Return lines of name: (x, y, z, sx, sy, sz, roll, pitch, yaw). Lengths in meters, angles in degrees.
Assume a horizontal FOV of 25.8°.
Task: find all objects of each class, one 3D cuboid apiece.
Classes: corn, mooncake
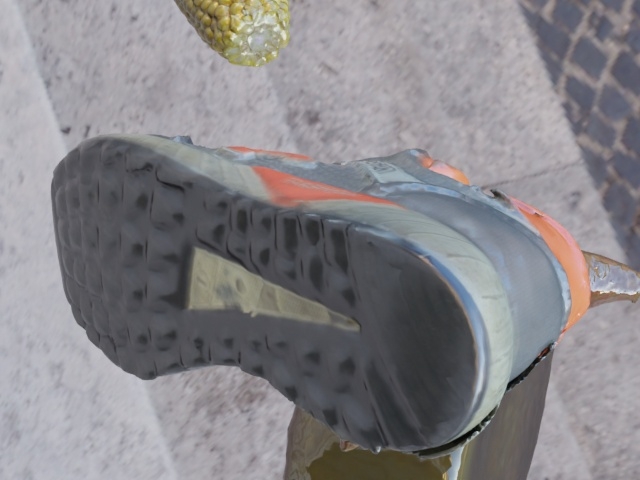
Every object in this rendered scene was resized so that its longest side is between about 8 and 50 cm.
corn: (-0.093, -0.237, 1.142, 0.091, 0.091, 0.260, 9, 36, -34)
mooncake: (0.081, 0.149, 1.138, 0.155, 0.284, 0.284, 14, 62, 19)

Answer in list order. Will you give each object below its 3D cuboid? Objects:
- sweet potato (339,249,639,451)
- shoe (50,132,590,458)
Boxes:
sweet potato: (0.100, 0.048, 0.894, 0.255, 0.058, 0.078, -23, 94, -31)
shoe: (0.000, 0.000, 0.724, 0.171, 0.336, 0.132, -20, 113, -39)
